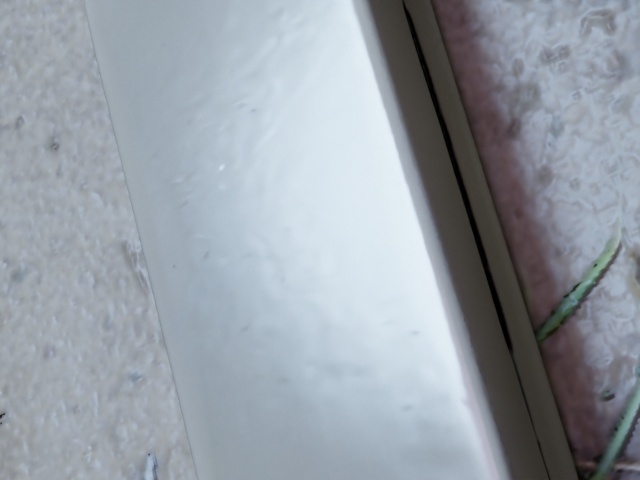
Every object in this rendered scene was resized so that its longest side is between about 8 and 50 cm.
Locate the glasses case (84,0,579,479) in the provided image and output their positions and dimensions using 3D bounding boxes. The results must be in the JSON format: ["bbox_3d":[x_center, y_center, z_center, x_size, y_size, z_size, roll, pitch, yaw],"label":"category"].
[{"bbox_3d":[0.000,0.000,0.835,0.144,0.076,0.336,-25,67,26],"label":"glasses case"}]
